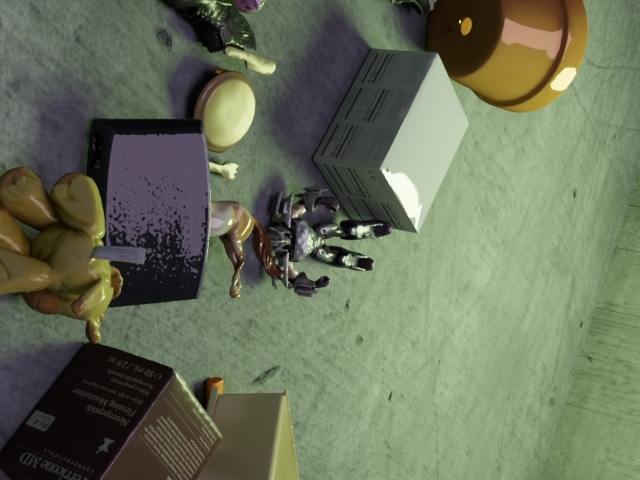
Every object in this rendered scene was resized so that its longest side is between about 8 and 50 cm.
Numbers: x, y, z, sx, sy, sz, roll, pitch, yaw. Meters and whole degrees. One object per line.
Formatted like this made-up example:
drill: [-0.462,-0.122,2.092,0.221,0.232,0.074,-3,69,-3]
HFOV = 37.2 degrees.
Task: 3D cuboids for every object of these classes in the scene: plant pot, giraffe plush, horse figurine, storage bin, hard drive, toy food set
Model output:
plant pot: [0.353,-0.409,1.891,0.203,0.291,0.291,1,99,-40]
giraffe plush: [-0.309,0.032,1.152,0.170,0.210,0.181,104,8,-63]
horse figurine: [-0.159,-0.006,1.417,0.263,0.066,0.175,12,80,-48]
storage bin: [-0.107,0.401,1.429,0.262,0.123,0.260,-84,170,-63]
hard drive: [-0.226,-0.034,1.275,0.172,0.054,0.255,-4,104,-29]
toy food set: [-0.145,-0.193,1.419,0.132,0.038,0.192,10,103,-54]

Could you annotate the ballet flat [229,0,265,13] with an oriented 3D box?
ballet flat: [-0.098,-0.432,1.340,0.079,0.076,0.222,99,-2,-71]

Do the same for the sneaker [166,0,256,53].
sneaker: [-0.154,-0.309,1.354,0.170,0.051,0.089,-20,111,-56]

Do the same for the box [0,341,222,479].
box: [-0.271,0.274,1.252,0.203,0.168,0.167,-56,141,-30]

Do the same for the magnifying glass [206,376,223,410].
magnifying glass: [-0.172,0.334,1.545,0.092,0.026,0.231,-19,114,-52]

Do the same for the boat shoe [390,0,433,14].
boat shoe: [0.142,-0.474,1.738,0.079,0.084,0.233,-40,154,11]

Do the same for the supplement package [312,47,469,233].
supplement package: [0.136,-0.182,1.735,0.262,0.145,0.204,-62,143,-22]

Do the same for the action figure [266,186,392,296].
action figure: [0.000,0.000,1.636,0.285,0.099,0.185,2,103,-53]
